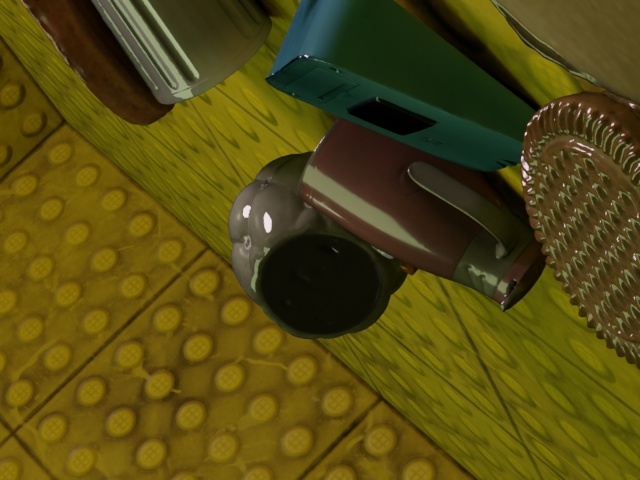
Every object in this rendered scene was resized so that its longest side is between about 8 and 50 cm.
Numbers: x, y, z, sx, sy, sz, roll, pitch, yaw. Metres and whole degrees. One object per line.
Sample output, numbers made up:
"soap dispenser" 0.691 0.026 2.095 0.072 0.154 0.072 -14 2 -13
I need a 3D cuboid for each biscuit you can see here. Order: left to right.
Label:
"biscuit" -0.297 -0.331 2.078 0.350 0.078 0.455 51 -168 -47
"biscuit" 0.255 -0.006 1.273 0.259 0.079 0.259 53 158 32

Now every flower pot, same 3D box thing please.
"flower pot" 0.000 0.000 2.089 0.246 0.246 0.195 51 -159 -29

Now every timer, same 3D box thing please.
"timer" 0.089 -0.149 1.539 0.250 0.091 0.232 25 173 -11

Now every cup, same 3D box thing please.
"cup" -0.196 -0.285 1.913 0.221 0.167 0.202 -4 130 47

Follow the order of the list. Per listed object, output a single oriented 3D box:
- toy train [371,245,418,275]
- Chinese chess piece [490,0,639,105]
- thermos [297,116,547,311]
"toy train" 0.122 -0.023 1.920 0.127 0.089 0.219 30 163 26
"Chinese chess piece" 0.156 -0.210 0.833 0.338 0.140 0.338 46 172 8
"thermos" 0.121 -0.036 1.723 0.265 0.146 0.176 35 169 14
